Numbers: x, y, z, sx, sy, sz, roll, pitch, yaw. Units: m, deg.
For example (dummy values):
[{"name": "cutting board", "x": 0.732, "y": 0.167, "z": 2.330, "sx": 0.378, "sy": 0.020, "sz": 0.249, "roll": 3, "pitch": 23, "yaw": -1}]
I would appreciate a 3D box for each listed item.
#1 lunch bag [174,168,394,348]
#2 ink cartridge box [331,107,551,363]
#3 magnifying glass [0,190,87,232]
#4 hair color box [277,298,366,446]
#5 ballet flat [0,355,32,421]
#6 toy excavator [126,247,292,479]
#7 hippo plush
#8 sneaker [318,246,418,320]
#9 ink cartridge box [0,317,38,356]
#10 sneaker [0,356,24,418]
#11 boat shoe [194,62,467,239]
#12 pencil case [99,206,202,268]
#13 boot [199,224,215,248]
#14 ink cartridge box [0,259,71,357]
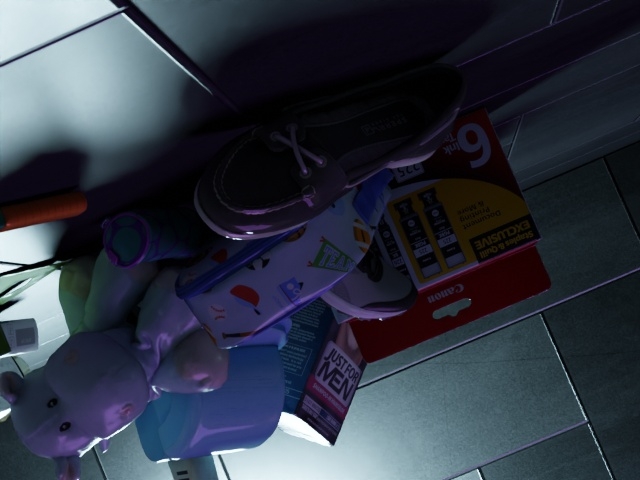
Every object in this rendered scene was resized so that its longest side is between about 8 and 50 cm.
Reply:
[{"name": "lunch bag", "x": -0.032, "y": -0.008, "z": 1.552, "sx": 0.243, "sy": 0.115, "sz": 0.303, "roll": -35, "pitch": -169, "yaw": 19}, {"name": "ink cartridge box", "x": 0.146, "y": 0.000, "z": 1.899, "sx": 0.310, "sy": 0.271, "sz": 0.130, "roll": -24, "pitch": 175, "yaw": 5}, {"name": "magnifying glass", "x": -0.309, "y": -0.012, "z": 1.192, "sx": 0.231, "sy": 0.026, "sz": 0.092, "roll": -19, "pitch": 173, "yaw": -45}, {"name": "hair color box", "x": 0.013, "y": 0.124, "z": 2.059, "sx": 0.105, "sy": 0.347, "sz": 0.174, "roll": 13, "pitch": 162, "yaw": 27}, {"name": "ballet flat", "x": -0.593, "y": 0.271, "z": 2.479, "sx": 0.124, "sy": 0.116, "sz": 0.342, "roll": -42, "pitch": 180, "yaw": -14}, {"name": "toy excavator", "x": -0.174, "y": 0.267, "z": 1.811, "sx": 0.222, "sy": 0.445, "sz": 0.433, "roll": 1, "pitch": 149, "yaw": -38}, {"name": "hippo plush", "x": -0.283, "y": 0.142, "z": 1.587, "sx": 0.294, "sy": 0.234, "sz": 0.236, "roll": -31, "pitch": 180, "yaw": 30}, {"name": "sneaker", "x": 0.019, "y": 0.014, "z": 1.756, "sx": 0.108, "sy": 0.272, "sz": 0.100, "roll": -48, "pitch": -159, "yaw": 35}, {"name": "ink cartridge box", "x": -0.529, "y": 0.146, "z": 1.831, "sx": 0.225, "sy": 0.056, "sz": 0.181, "roll": -5, "pitch": 180, "yaw": 15}, {"name": "sneaker", "x": -0.611, "y": 0.269, "z": 2.001, "sx": 0.236, "sy": 0.130, "sz": 0.323, "roll": -31, "pitch": 178, "yaw": 18}, {"name": "boat shoe", "x": 0.017, "y": -0.102, "z": 1.304, "sx": 0.335, "sy": 0.112, "sz": 0.095, "roll": -26, "pitch": 160, "yaw": -40}, {"name": "pencil case", "x": -0.193, "y": -0.005, "z": 1.540, "sx": 0.070, "sy": 0.064, "sz": 0.152, "roll": -38, "pitch": 170, "yaw": 18}, {"name": "boot", "x": -0.123, "y": -0.012, "z": 1.872, "sx": 0.099, "sy": 0.045, "sz": 0.121, "roll": -28, "pitch": 166, "yaw": 25}, {"name": "ink cartridge box", "x": -0.429, "y": 0.118, "z": 1.599, "sx": 0.255, "sy": 0.097, "sz": 0.189, "roll": -17, "pitch": 172, "yaw": -45}]
